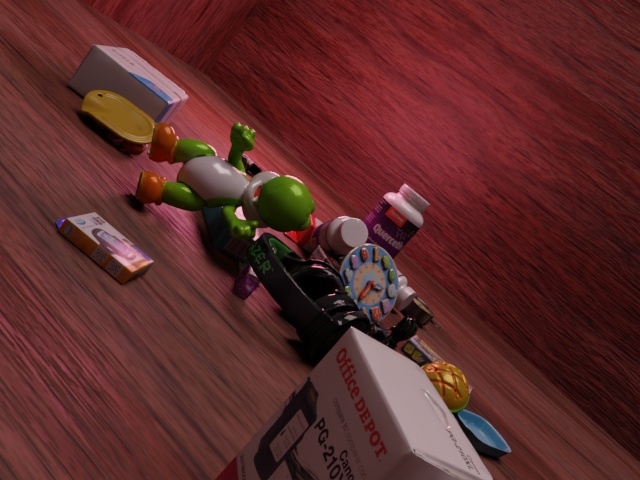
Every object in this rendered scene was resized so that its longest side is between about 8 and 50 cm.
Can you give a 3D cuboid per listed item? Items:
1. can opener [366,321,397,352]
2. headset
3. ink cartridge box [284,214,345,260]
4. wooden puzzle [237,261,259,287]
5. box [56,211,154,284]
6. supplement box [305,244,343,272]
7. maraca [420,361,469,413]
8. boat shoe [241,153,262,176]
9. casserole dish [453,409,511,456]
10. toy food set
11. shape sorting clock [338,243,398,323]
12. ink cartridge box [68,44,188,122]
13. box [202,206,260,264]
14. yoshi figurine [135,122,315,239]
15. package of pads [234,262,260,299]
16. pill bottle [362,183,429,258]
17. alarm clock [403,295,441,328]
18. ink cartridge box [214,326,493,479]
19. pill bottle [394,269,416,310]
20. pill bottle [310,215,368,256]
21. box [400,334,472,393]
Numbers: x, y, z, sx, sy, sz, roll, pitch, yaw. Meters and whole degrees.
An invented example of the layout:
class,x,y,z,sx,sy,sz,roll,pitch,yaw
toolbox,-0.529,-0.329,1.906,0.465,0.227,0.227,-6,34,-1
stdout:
class,x,y,z,sx,sy,sz,roll,pitch,yaw
can opener,0.150,0.251,1.349,0.073,0.059,0.186,35,11,-24
headset,0.027,0.118,1.132,0.394,0.185,0.243,46,6,-32
ink cartridge box,0.000,0.000,1.800,0.231,0.078,0.134,36,11,-15
wooden puzzle,-0.150,0.068,1.216,0.049,0.006,0.083,35,12,-22
box,-0.316,0.004,0.863,0.136,0.028,0.081,42,11,-1
supplement box,0.078,0.119,1.595,0.239,0.073,0.130,34,12,-33
maraca,0.259,0.333,1.306,0.185,0.099,0.127,-16,50,-45
boat shoe,-0.257,-0.268,2.086,0.133,0.049,0.042,38,2,-36
casserole dish,0.361,0.443,1.349,0.188,0.037,0.114,30,15,-39
toy food set,-0.450,-0.251,1.359,0.218,0.071,0.128,37,35,-4
shape sorting clock,0.127,0.111,1.517,0.206,0.206,0.040,32,-18,-34
ink cartridge box,-0.503,-0.403,1.591,0.223,0.129,0.307,37,11,-12
box,-0.205,-0.043,1.334,0.100,0.060,0.244,33,13,-30
yoshi figurine,-0.163,-0.105,1.160,0.362,0.204,0.203,16,34,-20
package of pads,-0.136,0.073,1.123,0.032,0.050,0.083,37,11,-13
pill bottle,0.256,-0.050,2.203,0.181,0.323,0.181,38,11,-9
alarm clock,0.332,0.241,1.985,0.192,0.064,0.129,36,11,-6
ink cartridge box,0.010,0.222,0.523,0.100,0.237,0.172,35,12,-25
pill bottle,0.215,0.136,1.896,0.180,0.108,0.108,46,12,24
pill bottle,0.054,-0.008,1.636,0.108,0.108,0.193,37,-19,-14
box,0.312,0.343,1.582,0.207,0.036,0.114,43,12,16
